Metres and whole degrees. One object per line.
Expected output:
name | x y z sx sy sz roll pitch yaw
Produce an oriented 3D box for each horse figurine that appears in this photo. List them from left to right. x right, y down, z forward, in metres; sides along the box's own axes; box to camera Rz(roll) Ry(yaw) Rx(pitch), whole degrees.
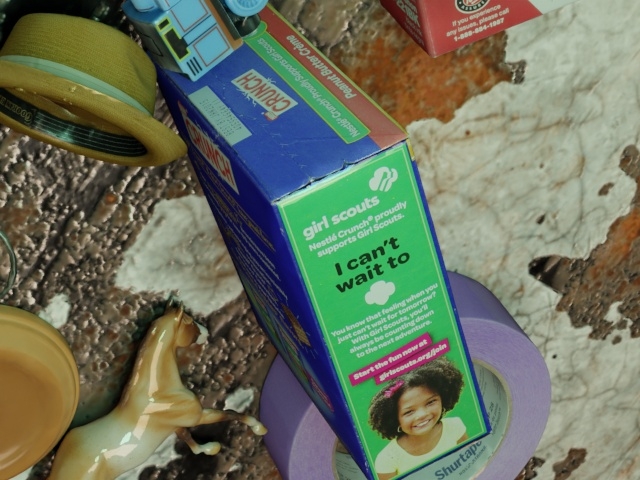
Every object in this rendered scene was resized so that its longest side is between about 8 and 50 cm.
horse figurine | -0.173 0.192 1.537 0.263 0.066 0.174 -41 135 3

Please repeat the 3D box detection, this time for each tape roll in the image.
tape roll | 0.083 0.164 1.621 0.275 0.090 0.275 -12 126 -18

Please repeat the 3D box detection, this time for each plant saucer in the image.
plant saucer | -0.306 0.147 1.461 0.200 0.037 0.200 -13 127 -18

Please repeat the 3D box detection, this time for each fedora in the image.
fedora | -0.186 -0.122 1.281 0.194 0.194 0.079 26 74 -36

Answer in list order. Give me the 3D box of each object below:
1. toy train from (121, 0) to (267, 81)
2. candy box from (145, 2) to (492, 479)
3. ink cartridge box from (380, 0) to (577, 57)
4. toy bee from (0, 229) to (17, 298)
toy train | -0.113 -0.214 1.259 0.105 0.080 0.184 -41 126 -14
candy box | 0.000 0.000 1.353 0.122 0.268 0.317 -28 130 -9
ink cartridge box | 0.129 -0.310 1.299 0.197 0.114 0.273 -23 128 -9
toy bee | -0.367 -0.060 1.239 0.195 0.162 0.298 -37 105 13
